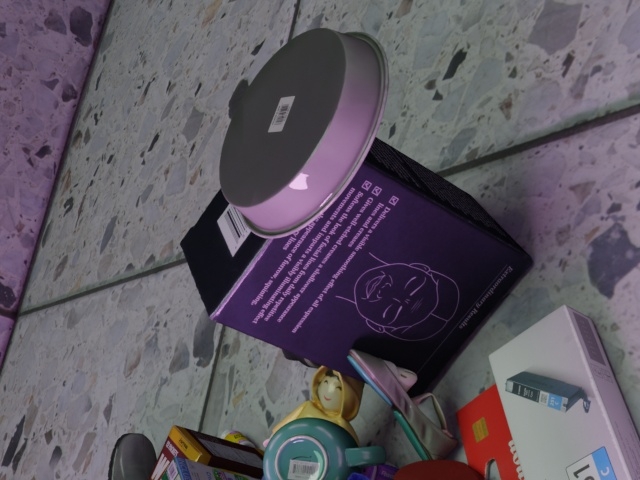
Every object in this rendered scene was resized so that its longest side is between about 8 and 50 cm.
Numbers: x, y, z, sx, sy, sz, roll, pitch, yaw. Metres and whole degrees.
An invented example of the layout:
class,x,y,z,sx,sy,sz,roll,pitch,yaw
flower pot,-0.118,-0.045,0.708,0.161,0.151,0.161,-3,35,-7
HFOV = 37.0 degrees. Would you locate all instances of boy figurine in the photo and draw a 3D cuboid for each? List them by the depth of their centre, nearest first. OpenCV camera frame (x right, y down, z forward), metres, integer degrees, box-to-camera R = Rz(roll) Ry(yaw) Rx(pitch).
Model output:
class,x,y,z,sx,sy,sz,roll,pitch,yaw
boy figurine,-0.011,0.314,1.436,0.177,0.092,0.285,28,87,47

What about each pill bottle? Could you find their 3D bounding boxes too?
class,x,y,z,sx,sy,sz,roll,pitch,yaw
pill bottle,-0.157,0.382,1.788,0.083,0.043,0.043,21,87,58

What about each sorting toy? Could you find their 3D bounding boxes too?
class,x,y,z,sx,sy,sz,roll,pitch,yaw
sorting toy,0.054,0.398,1.240,0.127,0.365,0.126,19,117,60

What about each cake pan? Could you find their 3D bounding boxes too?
class,x,y,z,sx,sy,sz,roll,pitch,yaw
cake pan,-0.032,-0.146,1.213,0.293,0.054,0.293,-33,43,37

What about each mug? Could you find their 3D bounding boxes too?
class,x,y,z,sx,sy,sz,roll,pitch,yaw
mug,-0.005,0.303,1.334,0.158,0.097,0.129,-42,70,1

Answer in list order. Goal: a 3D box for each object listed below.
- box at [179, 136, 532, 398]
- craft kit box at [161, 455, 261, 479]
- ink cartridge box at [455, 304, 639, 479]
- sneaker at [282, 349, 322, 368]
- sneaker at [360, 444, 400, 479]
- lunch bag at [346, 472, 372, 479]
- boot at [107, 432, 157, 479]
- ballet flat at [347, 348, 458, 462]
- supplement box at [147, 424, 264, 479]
class,x,y,z,sx,sy,sz,roll,pitch,yaw
box,0.051,0.016,1.399,0.293,0.395,0.212,-53,33,15
craft kit box,-0.106,0.457,1.476,0.061,0.247,0.250,-59,32,16
ink cartridge box,0.274,0.272,1.218,0.261,0.066,0.296,-42,39,31
sneaker,-0.013,0.115,1.722,0.118,0.083,0.222,1,71,56
sneaker,0.068,0.413,1.393,0.161,0.102,0.282,-51,35,16
lunch bag,0.121,0.499,1.051,0.328,0.385,0.239,-63,-5,5
boot,-0.309,0.517,1.877,0.223,0.118,0.338,-32,55,37
ballet flat,0.121,0.223,1.359,0.068,0.213,0.072,-38,10,-8
supplement box,-0.190,0.450,1.649,0.129,0.194,0.191,24,89,58
